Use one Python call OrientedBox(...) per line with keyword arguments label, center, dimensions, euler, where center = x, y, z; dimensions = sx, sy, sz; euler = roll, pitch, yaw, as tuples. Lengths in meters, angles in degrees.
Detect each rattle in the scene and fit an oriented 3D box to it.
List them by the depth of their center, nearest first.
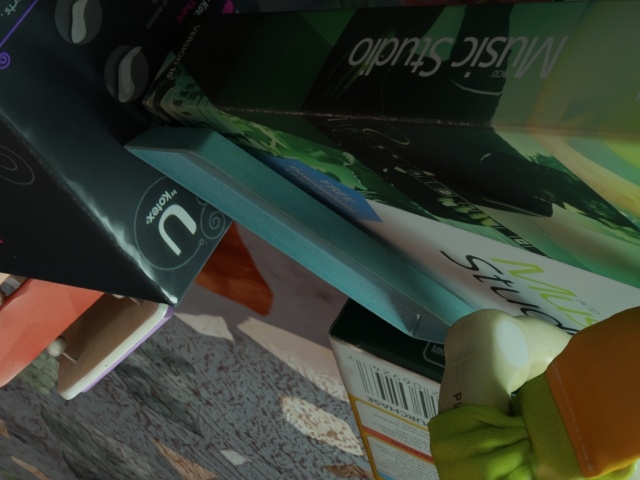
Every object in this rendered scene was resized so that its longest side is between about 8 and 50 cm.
OrientedBox(label="rattle", center=(0.151, 0.092, 0.657), dimensions=(0.200, 0.130, 0.143), euler=(37, 118, -28))

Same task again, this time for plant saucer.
OrientedBox(label="plant saucer", center=(0.000, 0.000, 0.711), dimensions=(0.192, 0.018, 0.067), euler=(35, 166, -31))

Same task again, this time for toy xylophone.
OrientedBox(label="toy xylophone", center=(-0.252, -0.018, 0.991), dimensions=(0.323, 0.081, 0.236), euler=(32, 124, -13))

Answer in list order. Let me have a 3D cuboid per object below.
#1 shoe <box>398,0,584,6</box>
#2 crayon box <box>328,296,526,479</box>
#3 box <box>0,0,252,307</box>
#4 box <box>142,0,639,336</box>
OrientedBox(label="shoe", center=(0.093, -0.097, 0.563), dimensions=(0.178, 0.063, 0.081), euler=(27, 166, 6))
OrientedBox(label="crayon box", center=(0.132, 0.139, 0.935), dimensions=(0.203, 0.083, 0.323), euler=(21, 153, 22))
OrientedBox(label="box", center=(-0.157, -0.109, 0.728), dimensions=(0.165, 0.143, 0.270), euler=(8, 147, 43))
OrientedBox(label="box", center=(0.099, -0.011, 0.624), dimensions=(0.232, 0.058, 0.322), euler=(34, 165, -33))
